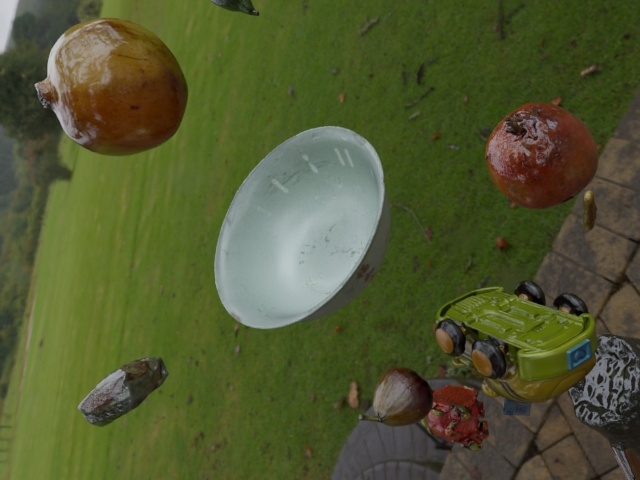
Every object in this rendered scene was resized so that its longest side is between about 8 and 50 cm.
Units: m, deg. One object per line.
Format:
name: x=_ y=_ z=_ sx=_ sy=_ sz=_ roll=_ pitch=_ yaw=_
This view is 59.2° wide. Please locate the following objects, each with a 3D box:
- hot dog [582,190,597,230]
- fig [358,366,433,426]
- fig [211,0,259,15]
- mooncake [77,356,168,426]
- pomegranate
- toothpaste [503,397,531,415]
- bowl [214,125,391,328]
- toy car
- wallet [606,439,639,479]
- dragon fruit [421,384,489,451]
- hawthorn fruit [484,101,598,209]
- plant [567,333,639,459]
hot dog: x=0.646 y=-0.074 z=1.352 sx=0.028 sy=0.137 sz=0.044 roll=7 pitch=58 yaw=32
fig: x=0.109 y=0.248 z=0.841 sx=0.089 sy=0.125 sz=0.088 roll=26 pitch=131 yaw=35
fig: x=-0.231 y=-0.644 z=1.472 sx=0.177 sy=0.117 sz=0.117 roll=54 pitch=131 yaw=11
mooncake: x=-0.349 y=0.263 z=1.000 sx=0.125 sy=0.073 sz=0.130 roll=-32 pitch=7 yaw=15
pomegranate: x=-0.386 y=-0.285 z=1.053 sx=0.264 sy=0.264 sz=0.264 roll=-29 pitch=55 yaw=51
toothpaste: x=0.452 y=0.324 z=1.278 sx=0.272 sy=0.066 sz=0.053 roll=73 pitch=-159 yaw=-49
bowl: x=0.000 y=0.000 z=1.162 sx=0.435 sy=0.196 sz=0.434 roll=-22 pitch=54 yaw=34
toy car: x=0.296 y=0.166 z=0.867 sx=0.248 sy=0.201 sz=0.142 roll=26 pitch=133 yaw=63
wallet: x=0.861 y=0.625 z=1.539 sx=0.042 sy=0.161 sz=0.195 roll=-40 pitch=38 yaw=33
dragon fruit: x=0.314 y=0.404 z=1.283 sx=0.150 sy=0.207 sz=0.133 roll=-43 pitch=24 yaw=4
hawthorn fruit: x=0.537 y=-0.230 z=1.422 sx=0.276 sy=0.308 sz=0.275 roll=-16 pitch=65 yaw=36
plant: x=0.597 y=0.282 z=0.999 sx=0.188 sy=0.276 sz=0.198 roll=-79 pitch=15 yaw=-53
